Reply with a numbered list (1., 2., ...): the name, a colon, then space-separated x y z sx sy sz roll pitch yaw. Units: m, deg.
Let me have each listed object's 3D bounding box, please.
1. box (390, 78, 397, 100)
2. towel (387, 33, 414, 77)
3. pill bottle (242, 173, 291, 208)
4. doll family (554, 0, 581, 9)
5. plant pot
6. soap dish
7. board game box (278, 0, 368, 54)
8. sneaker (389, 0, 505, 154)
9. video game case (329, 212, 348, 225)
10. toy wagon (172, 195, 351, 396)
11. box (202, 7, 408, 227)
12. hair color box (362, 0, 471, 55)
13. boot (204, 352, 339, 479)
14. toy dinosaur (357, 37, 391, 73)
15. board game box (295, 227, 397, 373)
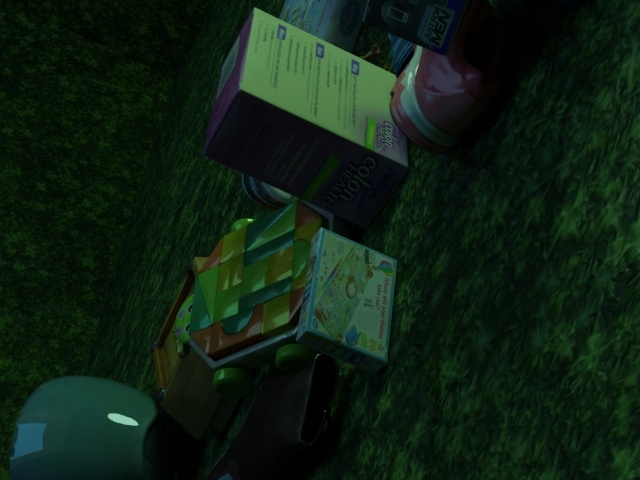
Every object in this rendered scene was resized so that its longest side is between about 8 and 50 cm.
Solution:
1. box: 0.156 -0.285 1.531 0.114 0.036 0.207 -35 35 62
2. towel: 0.116 -0.264 1.508 0.067 0.029 0.119 -56 18 31
3. pill bottle: -0.068 -0.105 1.882 0.108 0.107 0.180 -69 15 -9
4. doll family: 0.269 -0.347 1.093 0.263 0.118 0.163 -22 47 69
5. plant pot: -0.330 0.356 1.870 0.195 0.290 0.290 -10 49 26
6. soap dish: -0.183 0.159 1.868 0.229 0.118 0.291 -64 17 9
7. board game box: -0.009 -0.392 2.133 0.318 0.065 0.319 -18 50 63
8. sneaker: 0.169 -0.247 1.355 0.136 0.116 0.314 -34 40 42
9. video game case: 0.000 0.000 1.681 0.166 0.015 0.119 -44 28 55
10. toy wagon: -0.100 0.082 1.604 0.344 0.068 0.267 -24 47 35
11. box: -0.015 -0.166 1.541 0.117 0.242 0.214 -56 19 35
12. hair color box: 0.163 -0.384 1.267 0.185 0.110 0.339 108 -172 -51
13. boot: -0.065 0.265 1.376 0.207 0.090 0.249 -45 23 58
14. toy dinosaur: 0.050 -0.249 1.746 0.112 0.064 0.211 -31 3 19
15. board game box: 0.032 0.067 1.316 0.026 0.103 0.154 -51 21 44
